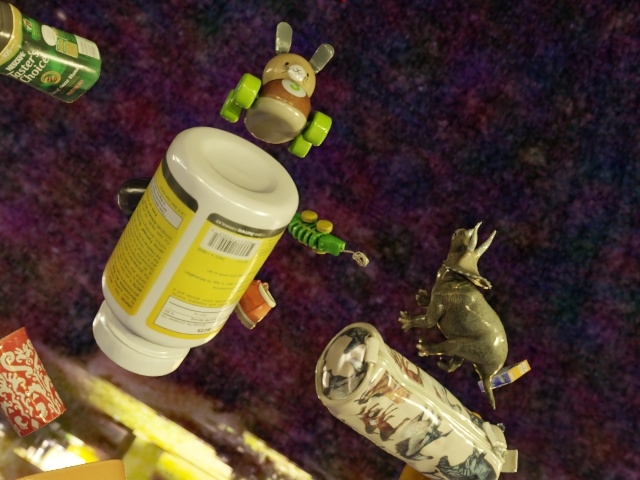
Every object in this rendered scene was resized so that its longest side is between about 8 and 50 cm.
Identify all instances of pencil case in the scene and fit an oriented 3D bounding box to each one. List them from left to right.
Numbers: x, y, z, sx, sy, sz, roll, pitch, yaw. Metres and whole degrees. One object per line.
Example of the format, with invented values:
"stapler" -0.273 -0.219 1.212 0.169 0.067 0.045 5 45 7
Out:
"pencil case" 0.169 0.309 1.577 0.183 0.160 0.410 -28 125 36

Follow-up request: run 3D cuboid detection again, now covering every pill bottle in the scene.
"pill bottle" -0.186 0.025 1.215 0.188 0.188 0.334 33 117 -3

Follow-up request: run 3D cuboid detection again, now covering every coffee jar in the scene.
"coffee jar" -0.406 -0.263 1.221 0.096 0.079 0.184 -32 150 29

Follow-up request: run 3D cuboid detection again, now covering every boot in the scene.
"boot" -0.149 0.101 1.816 0.059 0.084 0.158 37 -164 -53

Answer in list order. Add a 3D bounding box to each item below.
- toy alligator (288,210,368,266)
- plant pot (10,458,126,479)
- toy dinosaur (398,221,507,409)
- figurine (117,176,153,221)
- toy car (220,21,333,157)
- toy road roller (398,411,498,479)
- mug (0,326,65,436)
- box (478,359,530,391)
"toy alligator" 0.000 0.000 1.556 0.189 0.051 0.056 34 128 33
"plant pot" -0.443 0.494 1.417 0.291 0.291 0.203 110 146 -69
"toy dinosaur" 0.236 0.143 1.429 0.160 0.121 0.313 -18 92 39
"figurine" -0.263 -0.008 1.483 0.209 0.092 0.215 -2 97 63
"toy car" -0.049 -0.258 1.418 0.155 0.188 0.149 26 163 -15
"toy road roller" 0.281 0.577 2.093 0.240 0.202 0.329 -1 121 23
"mug" -0.533 0.251 1.583 0.113 0.150 0.169 -28 94 21
"box" 0.419 0.312 2.007 0.081 0.136 0.028 -27 80 32
